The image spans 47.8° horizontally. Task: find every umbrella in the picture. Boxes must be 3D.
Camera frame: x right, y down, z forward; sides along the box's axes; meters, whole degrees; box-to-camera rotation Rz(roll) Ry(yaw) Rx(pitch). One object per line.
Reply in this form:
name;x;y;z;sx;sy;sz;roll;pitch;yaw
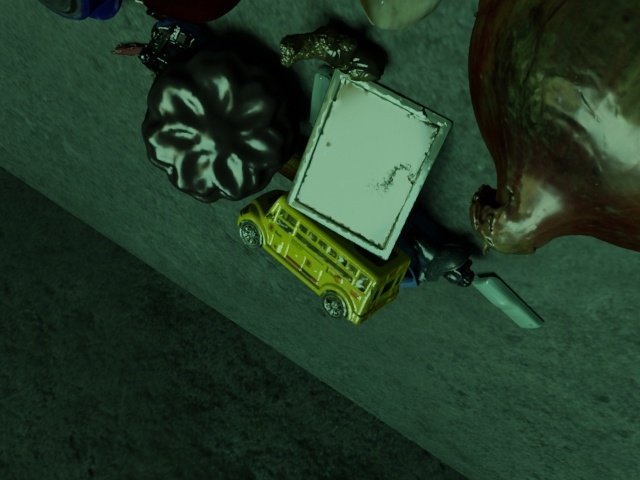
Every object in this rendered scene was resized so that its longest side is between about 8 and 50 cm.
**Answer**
umbrella;-0.397;-0.403;1.528;0.165;0.025;0.027;11;128;41

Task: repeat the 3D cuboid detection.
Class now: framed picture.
framed picture;0.073;-0.127;1.209;0.216;0.016;0.273;31;120;13

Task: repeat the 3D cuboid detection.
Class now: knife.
knife;0.005;-0.246;1.257;0.044;0.023;0.162;29;157;7

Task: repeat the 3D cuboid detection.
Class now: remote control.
remote control;0.376;0.127;1.457;0.162;0.029;0.061;42;159;-15

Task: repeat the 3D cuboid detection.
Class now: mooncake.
mooncake;-0.179;-0.206;1.290;0.283;0.283;0.141;43;-161;-18

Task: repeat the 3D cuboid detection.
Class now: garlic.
garlic;0.080;-0.359;0.850;0.149;0.128;0.266;13;140;21

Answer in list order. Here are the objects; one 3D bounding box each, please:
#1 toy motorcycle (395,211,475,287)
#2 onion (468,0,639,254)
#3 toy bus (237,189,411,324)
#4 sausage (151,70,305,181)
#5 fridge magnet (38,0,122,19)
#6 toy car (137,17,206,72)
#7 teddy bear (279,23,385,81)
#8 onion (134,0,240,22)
toy motorcycle;0.144;0.015;1.449;0.212;0.125;0.359;48;153;-24
onion;0.295;-0.151;0.701;0.354;0.353;0.353;30;157;14
toy bus;0.000;0.000;1.355;0.330;0.144;0.152;39;133;21
sausage;-0.160;-0.223;1.400;0.372;0.082;0.082;31;160;-14
fridge magnet;-0.478;-0.508;1.314;0.266;0.112;0.265;29;158;13
toy car;-0.280;-0.364;1.374;0.103;0.063;0.216;29;164;-19
teddy bear;0.021;-0.288;1.091;0.161;0.077;0.119;14;175;-2
onion;-0.187;-0.437;0.960;0.273;0.285;0.273;47;-167;-14
